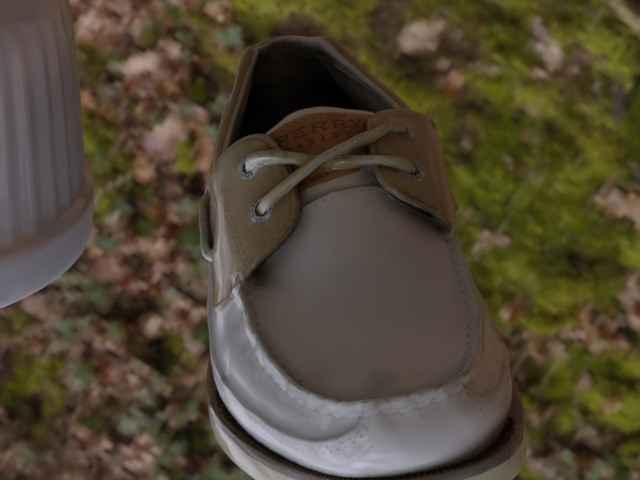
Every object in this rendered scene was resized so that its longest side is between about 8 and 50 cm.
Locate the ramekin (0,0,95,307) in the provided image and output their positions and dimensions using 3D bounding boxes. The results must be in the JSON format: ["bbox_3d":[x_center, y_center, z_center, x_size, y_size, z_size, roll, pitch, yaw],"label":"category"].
[{"bbox_3d":[-0.186,-0.057,0.624,0.207,0.109,0.207,5,-157,-2],"label":"ramekin"}]

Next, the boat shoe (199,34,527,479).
[{"bbox_3d":[0.000,0.000,0.663,0.113,0.103,0.302,-10,-158,-9],"label":"boat shoe"}]
